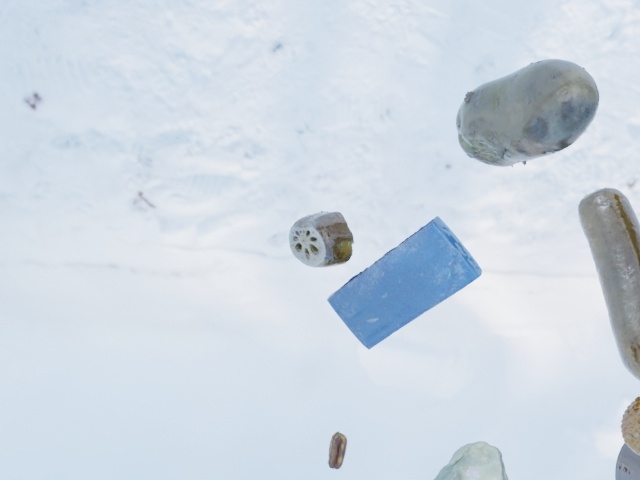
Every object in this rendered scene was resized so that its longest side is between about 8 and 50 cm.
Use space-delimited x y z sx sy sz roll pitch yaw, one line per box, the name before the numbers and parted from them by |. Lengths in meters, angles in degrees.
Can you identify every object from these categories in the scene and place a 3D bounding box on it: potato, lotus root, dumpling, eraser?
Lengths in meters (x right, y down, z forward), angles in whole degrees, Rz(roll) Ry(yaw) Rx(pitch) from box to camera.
potato | 0.332 -0.200 1.318 0.165 0.165 0.262 0 172 -37
lotus root | 0.001 0.003 1.660 0.081 0.122 0.112 -22 105 -44
dumpling | 0.242 0.415 1.342 0.134 0.100 0.169 -11 137 4
eraser | 0.159 0.091 1.634 0.312 0.144 0.042 -38 -179 33

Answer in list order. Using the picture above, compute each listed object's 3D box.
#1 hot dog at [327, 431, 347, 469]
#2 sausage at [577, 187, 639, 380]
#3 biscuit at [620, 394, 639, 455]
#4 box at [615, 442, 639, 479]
hot dog | 0.046 0.578 2.266 0.049 0.037 0.122 13 111 3
sausage | 0.666 0.091 1.778 0.123 0.501 0.136 -28 137 31
biscuit | 0.703 0.342 1.579 0.254 0.254 0.035 -28 108 -13
box | 0.769 0.521 1.650 0.301 0.216 0.301 -1 98 -8
